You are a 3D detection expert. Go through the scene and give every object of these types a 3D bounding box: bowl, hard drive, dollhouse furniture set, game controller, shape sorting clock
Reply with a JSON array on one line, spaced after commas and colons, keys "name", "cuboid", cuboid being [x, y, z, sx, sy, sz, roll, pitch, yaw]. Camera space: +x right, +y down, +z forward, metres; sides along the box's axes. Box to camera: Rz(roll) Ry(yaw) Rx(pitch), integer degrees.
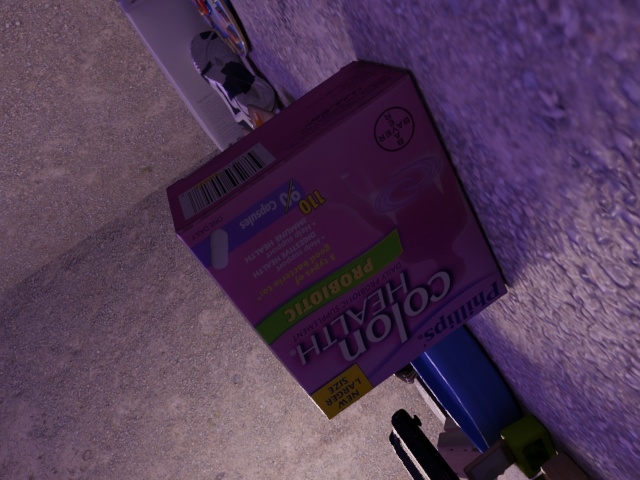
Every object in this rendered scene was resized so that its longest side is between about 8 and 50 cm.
[{"name": "bowl", "cuboid": [0.208, 0.200, 0.967, 0.391, 0.077, 0.391, 55, 176, 6]}, {"name": "hard drive", "cuboid": [0.394, 0.528, 1.674, 0.339, 0.064, 0.237, 53, 176, 42]}, {"name": "dollhouse furniture set", "cuboid": [0.395, 0.477, 1.187, 0.303, 0.198, 0.286, -42, -57, -63]}, {"name": "game controller", "cuboid": [0.199, 0.379, 0.783, 0.166, 0.067, 0.319, 52, 177, -25]}, {"name": "dollhouse furniture set", "cuboid": [0.328, 0.410, 0.692, 0.197, 0.151, 0.301, 57, 176, -33]}, {"name": "shape sorting clock", "cuboid": [-0.195, -0.410, 0.951, 0.206, 0.040, 0.206, 55, 177, 4]}]

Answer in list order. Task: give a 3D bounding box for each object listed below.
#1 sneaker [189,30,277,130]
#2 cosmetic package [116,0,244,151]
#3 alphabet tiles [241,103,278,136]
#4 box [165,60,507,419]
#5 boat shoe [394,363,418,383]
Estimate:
[{"name": "sneaker", "cuboid": [-0.171, -0.306, 1.106, 0.235, 0.094, 0.153, 40, 166, 15]}, {"name": "cosmetic package", "cuboid": [-0.277, -0.404, 1.223, 0.217, 0.156, 0.385, 51, 174, 47]}, {"name": "alphabet tiles", "cuboid": [-0.031, -0.086, 0.950, 0.342, 0.011, 0.285, 32, 147, 48]}, {"name": "box", "cuboid": [0.019, 0.002, 0.504, 0.243, 0.213, 0.117, 57, 176, -30]}, {"name": "boat shoe", "cuboid": [0.228, 0.301, 1.446, 0.130, 0.132, 0.355, 45, -177, 10]}]
